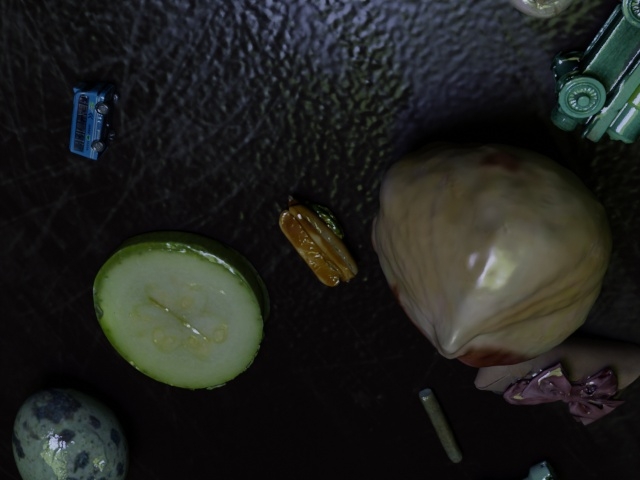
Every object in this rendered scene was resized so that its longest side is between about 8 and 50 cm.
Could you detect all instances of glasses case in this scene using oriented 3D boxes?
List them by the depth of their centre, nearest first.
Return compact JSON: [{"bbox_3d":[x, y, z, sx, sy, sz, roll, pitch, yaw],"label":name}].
[{"bbox_3d":[0.276,0.168,1.248,0.194,0.070,0.102,8,115,-16],"label":"glasses case"}]

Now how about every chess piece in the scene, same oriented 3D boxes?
[{"bbox_3d":[0.253,0.322,1.384,0.103,0.067,0.067,-31,111,14],"label":"chess piece"}]

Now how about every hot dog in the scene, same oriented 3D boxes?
[{"bbox_3d":[0.000,0.000,1.253,0.056,0.041,0.133,-22,120,29],"label":"hot dog"}]

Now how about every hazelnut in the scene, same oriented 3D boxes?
[{"bbox_3d":[0.170,0.017,1.104,0.261,0.241,0.261,30,148,22],"label":"hazelnut"}]

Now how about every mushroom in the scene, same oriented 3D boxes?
[{"bbox_3d":[0.216,-0.256,1.050,0.084,0.067,0.083,2,126,3],"label":"mushroom"}]

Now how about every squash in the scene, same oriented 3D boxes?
[{"bbox_3d":[-0.172,0.088,1.326,0.219,0.041,0.219,4,120,7],"label":"squash"}]

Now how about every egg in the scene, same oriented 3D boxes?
[{"bbox_3d":[-0.322,0.265,1.394,0.141,0.141,0.181,-15,118,17],"label":"egg"}]

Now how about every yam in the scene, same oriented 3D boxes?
[{"bbox_3d":[0.154,0.235,1.371,0.021,0.021,0.116,-19,114,18],"label":"yam"}]

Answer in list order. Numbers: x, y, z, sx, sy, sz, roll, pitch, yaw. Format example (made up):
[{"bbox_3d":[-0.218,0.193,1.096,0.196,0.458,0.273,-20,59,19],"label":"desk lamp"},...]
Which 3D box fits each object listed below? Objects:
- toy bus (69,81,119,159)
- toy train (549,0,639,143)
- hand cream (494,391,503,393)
[{"bbox_3d":[-0.254,-0.136,1.211,0.046,0.038,0.083,15,120,3],"label":"toy bus"},{"bbox_3d":[0.317,-0.181,1.071,0.132,0.083,0.200,26,121,-10],"label":"toy train"},{"bbox_3d":[0.240,0.083,1.263,0.083,0.048,0.224,17,115,-1],"label":"hand cream"}]
